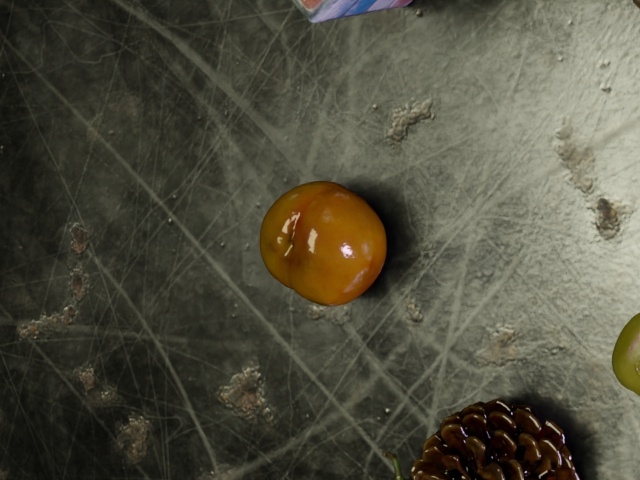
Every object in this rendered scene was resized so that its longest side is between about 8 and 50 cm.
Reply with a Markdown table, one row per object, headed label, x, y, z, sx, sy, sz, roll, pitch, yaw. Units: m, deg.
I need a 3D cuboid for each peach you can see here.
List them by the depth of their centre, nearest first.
| label | x | y | z | sx | sy | sz | roll | pitch | yaw |
| --- | --- | --- | --- | --- | --- | --- | --- | --- | --- |
| peach | 0.000 | 0.000 | 1.726 | 0.138 | 0.138 | 0.138 | 2 | 94 | 30 |

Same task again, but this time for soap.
| label | x | y | z | sx | sy | sz | roll | pitch | yaw |
| --- | --- | --- | --- | --- | --- | --- | --- | --- | --- |
| soap | 0.351 | 0.128 | 1.577 | 0.140 | 0.045 | 0.089 | 34 | 106 | 25 |

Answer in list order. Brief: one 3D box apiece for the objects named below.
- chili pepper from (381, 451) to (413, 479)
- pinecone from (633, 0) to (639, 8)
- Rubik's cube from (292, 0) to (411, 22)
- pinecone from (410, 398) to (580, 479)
| label | x | y | z | sx | sy | sz | roll | pitch | yaw |
| --- | --- | --- | --- | --- | --- | --- | --- | --- | --- |
| chili pepper | 0.099 | 0.313 | 1.732 | 0.059 | 0.050 | 0.191 | -7 | 102 | 27 |
| pinecone | 0.396 | -0.259 | 1.420 | 0.264 | 0.264 | 0.264 | 2 | 94 | 30 |
| Rubik's cube | 0.045 | -0.392 | 1.583 | 0.256 | 0.259 | 0.253 | -42 | 84 | 28 |
| pinecone | 0.163 | 0.248 | 1.624 | 0.163 | 0.165 | 0.163 | 9 | 105 | 35 |
